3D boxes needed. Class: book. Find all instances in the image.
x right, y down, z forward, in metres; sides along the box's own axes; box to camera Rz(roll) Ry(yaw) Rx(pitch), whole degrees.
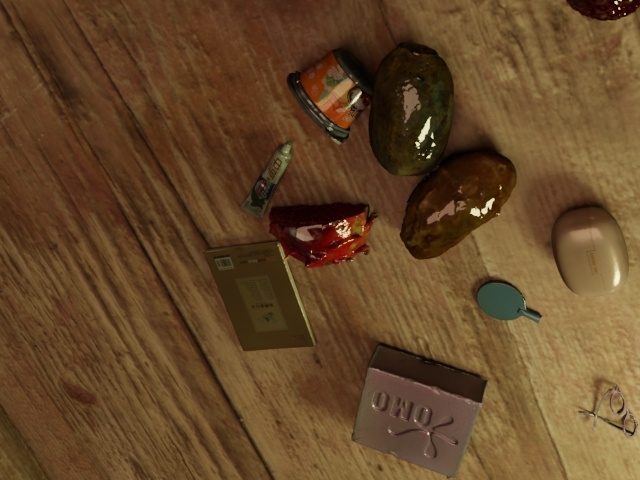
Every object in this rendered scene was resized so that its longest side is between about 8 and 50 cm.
[{"bbox_3d":[-0.153,0.147,2.175,0.216,0.021,0.310,-7,116,24],"label":"book"}]

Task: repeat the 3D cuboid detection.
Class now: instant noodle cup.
[{"bbox_3d":[0.036,-0.310,1.747,0.125,0.177,0.208,-40,69,20],"label":"instant noodle cup"}]

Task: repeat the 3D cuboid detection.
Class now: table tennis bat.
[{"bbox_3d":[0.430,0.146,1.944,0.155,0.019,0.100,25,125,8],"label":"table tennis bat"}]

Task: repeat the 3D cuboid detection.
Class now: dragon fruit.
[{"bbox_3d":[-0.003,0.010,1.967,0.274,0.126,0.161,0,119,23],"label":"dragon fruit"}]

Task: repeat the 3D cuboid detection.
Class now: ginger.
[{"bbox_3d":[0.264,-0.073,1.793,0.321,0.172,0.165,-43,58,38],"label":"ginger"}]

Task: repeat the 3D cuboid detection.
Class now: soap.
[{"bbox_3d":[0.242,0.429,2.139,0.296,0.107,0.285,17,126,13],"label":"soap"}]

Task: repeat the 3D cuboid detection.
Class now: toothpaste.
[{"bbox_3d":[-0.119,-0.141,1.978,0.060,0.038,0.233,34,129,2],"label":"toothpaste"}]

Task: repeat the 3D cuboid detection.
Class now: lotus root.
[{"bbox_3d":[0.182,-0.256,1.706,0.160,0.152,0.275,-14,124,-21],"label":"lotus root"}]

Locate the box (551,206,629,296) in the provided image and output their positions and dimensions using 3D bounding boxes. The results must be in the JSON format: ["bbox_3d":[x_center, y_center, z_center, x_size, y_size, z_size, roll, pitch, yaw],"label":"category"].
[{"bbox_3d":[0.561,0.025,1.775,0.145,0.088,0.200,-11,116,26],"label":"box"}]

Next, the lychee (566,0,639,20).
[{"bbox_3d":[0.491,-0.496,1.397,0.260,0.260,0.261,10,122,16],"label":"lychee"}]

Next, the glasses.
[{"bbox_3d":[0.669,0.405,2.000,0.103,0.062,0.140,-13,116,52],"label":"glasses"}]
